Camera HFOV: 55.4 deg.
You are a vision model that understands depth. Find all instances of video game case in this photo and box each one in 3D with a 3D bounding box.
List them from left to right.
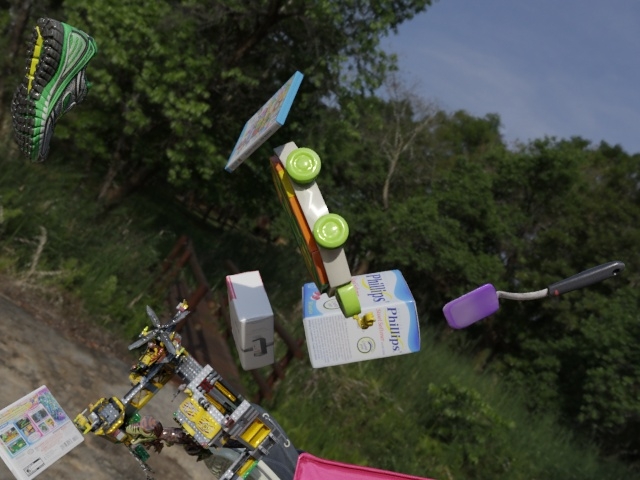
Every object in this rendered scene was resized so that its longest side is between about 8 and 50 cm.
[{"bbox_3d":[-0.566,0.380,1.205,0.143,0.019,0.157,53,26,2],"label":"video game case"},{"bbox_3d":[-0.094,-0.191,0.994,0.015,0.119,0.166,33,-37,-21],"label":"video game case"}]

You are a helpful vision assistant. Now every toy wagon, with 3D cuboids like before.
[{"bbox_3d":[0.000,0.000,1.070,0.267,0.068,0.344,95,-27,-76],"label":"toy wagon"}]

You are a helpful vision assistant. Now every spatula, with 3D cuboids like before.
[{"bbox_3d":[0.352,0.086,1.011,0.030,0.296,0.084,-93,161,-45],"label":"spatula"}]

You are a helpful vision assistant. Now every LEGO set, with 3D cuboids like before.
[{"bbox_3d":[-0.230,0.268,0.917,0.331,0.255,0.192,44,-13,32],"label":"LEGO set"}]

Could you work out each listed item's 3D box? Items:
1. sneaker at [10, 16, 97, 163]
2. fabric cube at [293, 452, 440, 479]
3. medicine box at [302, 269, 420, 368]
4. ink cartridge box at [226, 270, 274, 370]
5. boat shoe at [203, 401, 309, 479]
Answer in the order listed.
[{"bbox_3d":[-0.609,-0.327,1.411,0.146,0.343,0.134,1,36,-49],"label":"sneaker"},{"bbox_3d":[0.081,0.421,0.700,0.254,0.259,0.258,7,-34,10],"label":"fabric cube"},{"bbox_3d":[0.104,0.206,1.668,0.263,0.289,0.149,-97,177,-75],"label":"medicine box"},{"bbox_3d":[-0.183,0.211,1.596,0.218,0.092,0.158,96,-22,-45],"label":"ink cartridge box"},{"bbox_3d":[-0.073,0.542,1.342,0.187,0.156,0.500,-8,-53,33],"label":"boat shoe"}]
